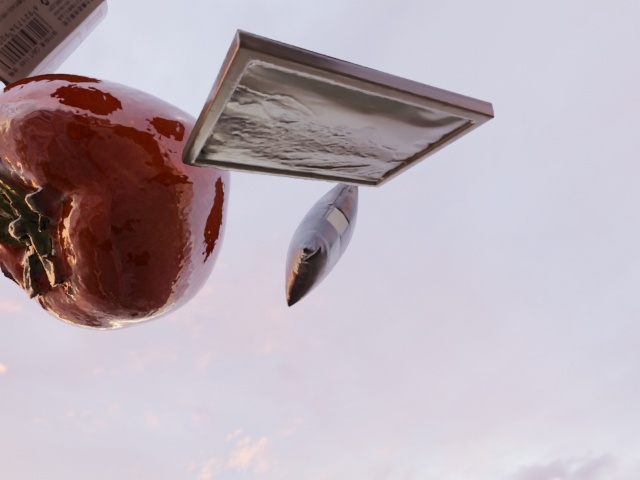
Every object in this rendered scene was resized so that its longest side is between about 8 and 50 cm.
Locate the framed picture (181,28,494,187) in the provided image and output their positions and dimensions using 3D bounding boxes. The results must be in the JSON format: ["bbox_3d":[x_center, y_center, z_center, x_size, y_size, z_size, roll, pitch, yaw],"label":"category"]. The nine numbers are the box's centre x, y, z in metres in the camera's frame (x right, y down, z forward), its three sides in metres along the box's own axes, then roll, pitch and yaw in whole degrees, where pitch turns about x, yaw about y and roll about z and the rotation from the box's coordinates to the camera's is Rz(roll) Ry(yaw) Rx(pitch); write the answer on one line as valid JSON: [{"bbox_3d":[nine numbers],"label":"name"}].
[{"bbox_3d":[0.013,-0.107,0.417,0.265,0.018,0.192,1,-16,-30],"label":"framed picture"}]

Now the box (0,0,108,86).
[{"bbox_3d":[-0.396,-0.300,0.573,0.182,0.133,0.099,-51,-57,-9],"label":"box"}]

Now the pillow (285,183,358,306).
[{"bbox_3d":[0.000,0.000,0.828,0.106,0.250,0.186,26,-45,8],"label":"pillow"}]

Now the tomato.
[{"bbox_3d":[-0.289,-0.052,0.571,0.341,0.273,0.342,10,-66,22],"label":"tomato"}]
